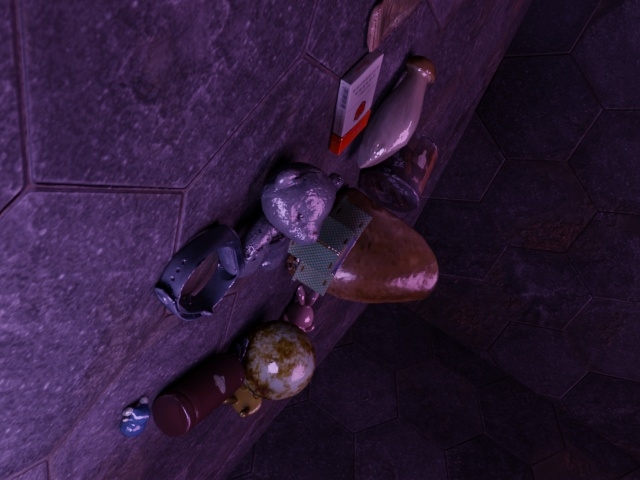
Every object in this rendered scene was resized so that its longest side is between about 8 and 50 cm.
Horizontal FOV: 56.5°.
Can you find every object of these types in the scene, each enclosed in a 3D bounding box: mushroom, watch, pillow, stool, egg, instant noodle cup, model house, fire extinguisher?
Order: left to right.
[{"bbox_3d":[-0.232,0.073,1.168,0.193,0.068,0.206,-46,160,-27],"label":"watch"},{"bbox_3d":[-0.289,0.373,1.561,0.337,0.114,0.135,-29,136,-63],"label":"fire extinguisher"},{"bbox_3d":[-0.265,0.546,2.057,0.110,0.134,0.135,67,13,-69],"label":"stool"},{"bbox_3d":[-0.141,0.365,1.816,0.238,0.238,0.289,-50,-172,-28],"label":"egg"},{"bbox_3d":[0.000,0.000,1.567,0.271,0.178,0.206,-55,173,4],"label":"model house"},{"bbox_3d":[0.139,0.067,1.767,0.313,0.397,0.224,-42,159,-38],"label":"mushroom"},{"bbox_3d":[0.212,-0.347,1.655,0.350,0.128,0.128,-62,167,3],"label":"mushroom"},{"bbox_3d":[0.167,-0.508,1.297,0.211,0.034,0.135,-50,167,-19],"label":"pillow"},{"bbox_3d":[0.267,-0.234,1.949,0.207,0.217,0.217,-58,168,-21],"label":"instant noodle cup"}]

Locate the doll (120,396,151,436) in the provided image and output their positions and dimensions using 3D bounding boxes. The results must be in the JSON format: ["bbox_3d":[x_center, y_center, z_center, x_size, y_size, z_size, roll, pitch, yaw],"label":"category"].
[{"bbox_3d":[-0.413,0.400,1.323,0.083,0.050,0.076,-60,162,21],"label":"doll"}]

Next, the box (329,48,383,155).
[{"bbox_3d":[0.082,-0.325,1.421,0.139,0.035,0.245,-50,164,-29],"label":"box"}]

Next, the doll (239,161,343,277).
[{"bbox_3d":[-0.070,-0.023,1.315,0.246,0.158,0.340,-18,144,-51],"label":"doll"}]

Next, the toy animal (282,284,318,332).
[{"bbox_3d":[-0.066,0.259,2.106,0.212,0.124,0.124,-64,166,3],"label":"toy animal"}]
